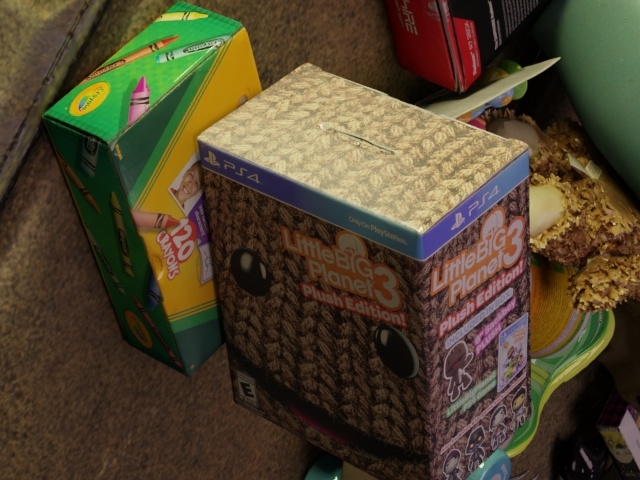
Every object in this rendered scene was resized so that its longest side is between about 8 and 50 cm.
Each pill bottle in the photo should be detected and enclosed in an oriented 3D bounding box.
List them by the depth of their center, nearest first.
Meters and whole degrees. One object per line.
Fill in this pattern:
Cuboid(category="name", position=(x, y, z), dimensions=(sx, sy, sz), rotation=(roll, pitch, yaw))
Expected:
Cuboid(category="pill bottle", position=(0.185, 0.052, 1.919), dimensions=(0.246, 0.136, 0.136), rotation=(14, 99, -56))

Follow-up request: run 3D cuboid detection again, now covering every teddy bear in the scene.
Cuboid(category="teddy bear", position=(0.275, -0.025, 1.903), dimensions=(0.113, 0.245, 0.338), rotation=(-42, 157, 26))

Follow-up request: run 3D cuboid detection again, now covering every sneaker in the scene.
Cuboid(category="sneaker", position=(0.228, 0.147, 2.092), dimensions=(0.295, 0.109, 0.123), rotation=(-47, 124, -26))

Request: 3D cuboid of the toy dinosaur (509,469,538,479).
Cuboid(category="toy dinosaur", position=(0.120, 0.349, 2.067), dimensions=(0.313, 0.121, 0.160), rotation=(1, 97, -49))

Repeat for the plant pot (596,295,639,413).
Cuboid(category="plant pot", position=(0.522, 0.079, 2.274), dimensions=(0.305, 0.334, 0.334), rotation=(-31, 134, -26))

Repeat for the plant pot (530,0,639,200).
Cuboid(category="plant pot", position=(0.372, -0.195, 1.863), dimensions=(0.272, 0.255, 0.271), rotation=(-42, 172, -7))

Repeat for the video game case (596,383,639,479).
Cuboid(category="video game case", position=(0.467, 0.237, 2.428), dimensions=(0.232, 0.042, 0.210), rotation=(-56, 132, -34))

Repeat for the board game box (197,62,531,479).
Cuboid(category="board game box", position=(0.042, 0.036, 1.479), dimensions=(0.141, 0.232, 0.291), rotation=(-38, 137, -36))

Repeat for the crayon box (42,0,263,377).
Cuboid(category="crayon box", position=(-0.116, -0.040, 1.498), dimensions=(0.165, 0.081, 0.278), rotation=(-45, 141, -28))

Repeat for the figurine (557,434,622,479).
Cuboid(category="figurine", position=(0.386, 0.343, 2.432), dimensions=(0.215, 0.092, 0.209), rotation=(-17, 120, -49))

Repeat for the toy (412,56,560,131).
Cuboid(category="toy", position=(0.125, -0.111, 1.729), dimensions=(0.237, 0.137, 0.056), rotation=(-34, 107, -41))

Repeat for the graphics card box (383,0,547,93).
Cuboid(category="graphics card box", position=(0.194, -0.349, 1.720), dimensions=(0.371, 0.094, 0.233), rotation=(-47, 142, -24))

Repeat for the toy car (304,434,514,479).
Cuboid(category="toy car", position=(0.136, 0.217, 1.884), dimensions=(0.238, 0.219, 0.210), rotation=(-32, 134, -42))
